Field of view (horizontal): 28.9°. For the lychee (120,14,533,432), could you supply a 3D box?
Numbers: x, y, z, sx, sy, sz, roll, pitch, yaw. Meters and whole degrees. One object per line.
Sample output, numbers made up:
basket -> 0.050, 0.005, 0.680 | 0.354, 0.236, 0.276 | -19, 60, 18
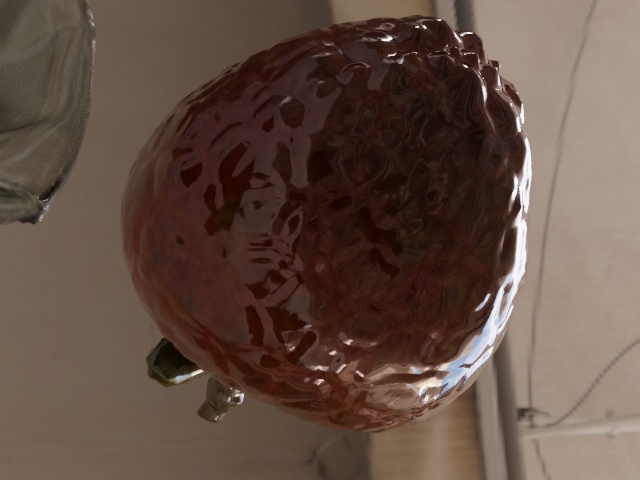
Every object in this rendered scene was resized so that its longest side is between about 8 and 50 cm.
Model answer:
lychee -> 0.000, 0.000, 0.752 | 0.300, 0.255, 0.255 | -36, -119, 26

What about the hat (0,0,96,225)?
hat -> -0.233, -0.069, 0.552 | 0.226, 0.164, 0.219 | -31, -80, 25
